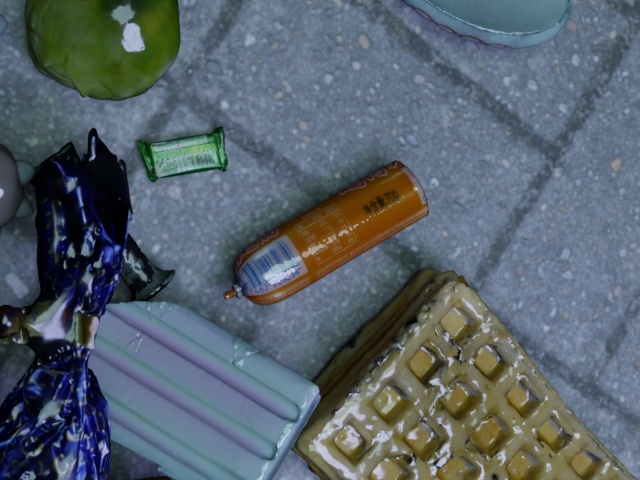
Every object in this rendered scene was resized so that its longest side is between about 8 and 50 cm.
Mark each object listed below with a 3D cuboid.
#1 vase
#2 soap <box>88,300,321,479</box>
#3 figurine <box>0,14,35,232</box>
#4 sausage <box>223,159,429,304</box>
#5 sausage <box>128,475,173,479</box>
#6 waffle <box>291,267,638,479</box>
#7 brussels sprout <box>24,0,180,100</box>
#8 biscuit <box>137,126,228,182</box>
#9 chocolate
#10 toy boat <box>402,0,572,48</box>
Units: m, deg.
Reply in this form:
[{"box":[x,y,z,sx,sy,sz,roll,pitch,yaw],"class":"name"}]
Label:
[{"box":[-0.212,-0.013,1.024,0.059,0.059,0.167,-41,106,-13],"class":"vase"},{"box":[-0.133,0.146,1.010,0.230,0.091,0.145,30,79,8],"class":"soap"},{"box":[-0.438,-0.092,0.861,0.381,0.203,0.248,-10,101,-18],"class":"figurine"},{"box":[0.000,0.000,1.096,0.234,0.071,0.071,-30,103,-16],"class":"sausage"},{"box":[-0.251,0.293,0.967,0.304,0.121,0.121,-8,96,-2],"class":"sausage"},{"box":[0.165,0.239,1.152,0.261,0.114,0.376,-47,107,-14],"class":"waffle"},{"box":[-0.199,-0.207,0.982,0.149,0.122,0.151,-46,108,-14],"class":"brussels sprout"},{"box":[-0.138,-0.086,1.068,0.089,0.016,0.046,-12,96,-19],"class":"biscuit"},{"box":[-0.219,0.063,0.909,0.148,0.126,0.343,26,69,-55],"class":"chocolate"},{"box":[0.175,-0.280,1.150,0.208,0.079,0.134,18,79,-9],"class":"toy boat"}]
